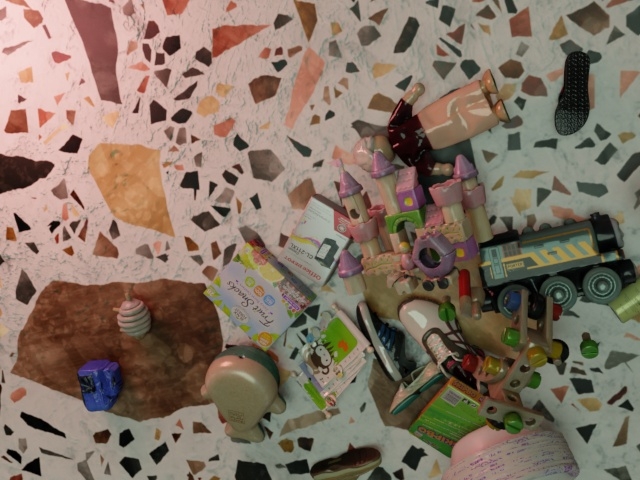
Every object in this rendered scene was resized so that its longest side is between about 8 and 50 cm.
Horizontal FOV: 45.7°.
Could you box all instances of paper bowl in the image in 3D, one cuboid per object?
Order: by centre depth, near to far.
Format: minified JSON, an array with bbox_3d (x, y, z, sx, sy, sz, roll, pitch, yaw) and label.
[{"bbox_3d":[0.400,0.486,1.649,0.284,0.284,0.148,-28,58,16],"label":"paper bowl"}]

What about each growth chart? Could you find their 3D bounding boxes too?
[{"bbox_3d":[0.022,0.282,1.800,0.172,0.021,0.237,41,112,23],"label":"growth chart"}]

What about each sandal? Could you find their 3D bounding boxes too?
[{"bbox_3d":[0.531,-0.305,1.593,0.067,0.040,0.179,9,87,6],"label":"sandal"}]

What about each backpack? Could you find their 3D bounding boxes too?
[{"bbox_3d":[-0.557,0.374,1.935,0.101,0.098,0.120,-5,98,10],"label":"backpack"}]

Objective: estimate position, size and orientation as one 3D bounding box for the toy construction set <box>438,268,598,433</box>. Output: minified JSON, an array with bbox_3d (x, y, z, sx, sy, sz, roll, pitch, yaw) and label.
[{"bbox_3d":[0.361,0.229,1.492,0.257,0.237,0.309,-37,111,28],"label":"toy construction set"}]

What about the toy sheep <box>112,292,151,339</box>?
[{"bbox_3d":[-0.465,0.189,1.887,0.091,0.091,0.132,-8,116,14],"label":"toy sheep"}]

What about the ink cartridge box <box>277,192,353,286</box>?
[{"bbox_3d":[0.000,0.000,1.749,0.128,0.072,0.175,30,105,6],"label":"ink cartridge box"}]

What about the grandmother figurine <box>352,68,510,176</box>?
[{"bbox_3d":[0.230,-0.232,1.646,0.343,0.104,0.207,-21,85,19],"label":"grandmother figurine"}]

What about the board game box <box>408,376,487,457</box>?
[{"bbox_3d":[0.295,0.405,1.713,0.124,0.039,0.259,32,139,6],"label":"board game box"}]

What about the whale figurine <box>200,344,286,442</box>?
[{"bbox_3d":[-0.180,0.369,1.845,0.217,0.141,0.271,8,126,12],"label":"whale figurine"}]

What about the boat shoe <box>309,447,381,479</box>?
[{"bbox_3d":[0.071,0.557,1.843,0.190,0.068,0.072,-21,107,26],"label":"boat shoe"}]

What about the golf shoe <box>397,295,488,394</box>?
[{"bbox_3d":[0.281,0.234,1.703,0.273,0.120,0.105,43,108,4],"label":"golf shoe"}]

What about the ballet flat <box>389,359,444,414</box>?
[{"bbox_3d":[0.219,0.340,1.778,0.168,0.057,0.052,-42,61,13],"label":"ballet flat"}]

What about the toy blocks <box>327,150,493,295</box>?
[{"bbox_3d":[0.162,-0.063,1.545,0.289,0.309,0.260,-11,104,34],"label":"toy blocks"}]

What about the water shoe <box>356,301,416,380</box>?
[{"bbox_3d":[0.152,0.225,1.768,0.080,0.073,0.203,-26,92,-12],"label":"water shoe"}]

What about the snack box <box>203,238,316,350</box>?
[{"bbox_3d":[-0.143,0.129,1.808,0.207,0.070,0.174,44,106,4],"label":"snack box"}]

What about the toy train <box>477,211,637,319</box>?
[{"bbox_3d":[0.489,0.056,1.618,0.334,0.142,0.190,-13,87,15],"label":"toy train"}]

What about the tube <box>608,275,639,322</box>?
[{"bbox_3d":[0.722,0.083,1.605,0.240,0.062,0.070,-36,131,12],"label":"tube"}]
